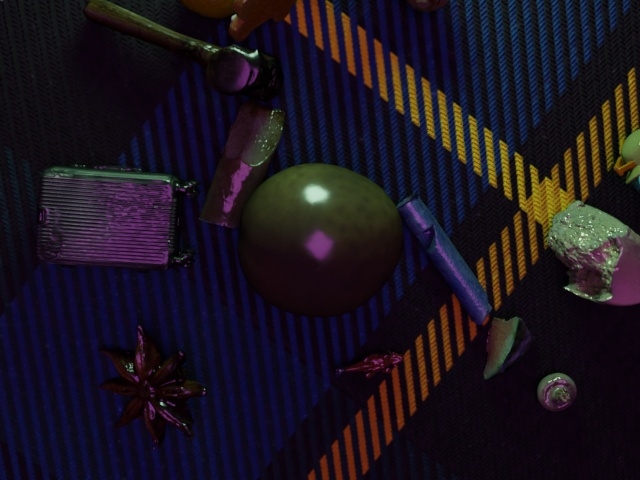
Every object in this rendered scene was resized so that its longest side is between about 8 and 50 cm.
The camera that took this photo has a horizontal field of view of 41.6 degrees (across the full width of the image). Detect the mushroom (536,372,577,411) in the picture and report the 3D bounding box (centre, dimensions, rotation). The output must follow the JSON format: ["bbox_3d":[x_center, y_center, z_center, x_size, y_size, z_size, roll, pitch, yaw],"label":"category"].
[{"bbox_3d":[0.506,0.327,1.790,0.085,0.079,0.085,-1,104,-4],"label":"mushroom"}]

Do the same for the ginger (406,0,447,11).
[{"bbox_3d":[0.128,-0.556,1.587,0.304,0.155,0.244,9,82,-23],"label":"ginger"}]

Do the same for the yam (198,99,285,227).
[{"bbox_3d":[-0.153,-0.149,1.679,0.106,0.106,0.259,20,98,-6],"label":"yam"}]

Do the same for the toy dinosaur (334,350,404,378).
[{"bbox_3d":[0.105,0.259,1.770,0.154,0.055,0.049,-10,101,-10],"label":"toy dinosaur"}]

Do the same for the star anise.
[{"bbox_3d":[-0.339,0.295,1.740,0.272,0.102,0.271,6,104,24],"label":"star anise"}]

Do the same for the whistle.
[{"bbox_3d":[0.262,0.038,1.746,0.062,0.062,0.304,-35,98,2],"label":"whistle"}]

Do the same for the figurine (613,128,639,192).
[{"bbox_3d":[0.715,-0.119,1.706,0.180,0.154,0.262,-44,94,-8],"label":"figurine"}]

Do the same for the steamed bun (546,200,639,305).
[{"bbox_3d":[0.555,0.041,1.679,0.200,0.225,0.170,43,94,-10],"label":"steamed bun"}]

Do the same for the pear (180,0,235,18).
[{"bbox_3d":[-0.194,-0.500,1.600,0.162,0.149,0.148,-20,100,27],"label":"pear"}]

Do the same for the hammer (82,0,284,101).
[{"bbox_3d":[-0.269,-0.379,1.601,0.409,0.242,0.095,25,102,8],"label":"hammer"}]

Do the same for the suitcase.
[{"bbox_3d":[-0.400,-0.045,1.664,0.312,0.128,0.202,5,98,-3],"label":"suitcase"}]

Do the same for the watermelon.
[{"bbox_3d":[0.398,0.232,1.791,0.101,0.080,0.155,13,96,-40],"label":"watermelon"}]

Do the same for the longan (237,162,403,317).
[{"bbox_3d":[0.000,0.000,1.619,0.319,0.319,0.318,0,98,-3],"label":"longan"}]

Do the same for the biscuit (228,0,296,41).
[{"bbox_3d":[-0.081,-0.470,1.610,0.240,0.158,0.035,-37,82,-28],"label":"biscuit"}]
